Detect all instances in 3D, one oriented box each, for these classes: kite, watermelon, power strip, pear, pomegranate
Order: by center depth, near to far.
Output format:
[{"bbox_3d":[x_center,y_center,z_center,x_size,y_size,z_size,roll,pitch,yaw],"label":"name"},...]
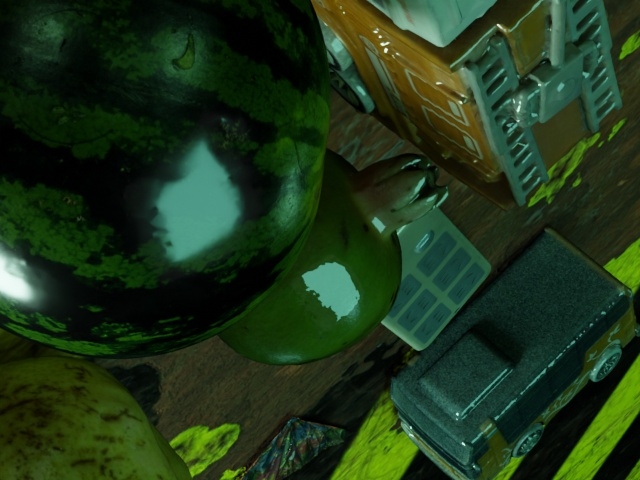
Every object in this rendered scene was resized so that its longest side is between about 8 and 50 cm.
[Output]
[{"bbox_3d":[-0.115,-0.064,0.891,0.269,0.269,0.269,-35,152,-22],"label":"watermelon"},{"bbox_3d":[-0.215,0.217,1.201,0.271,0.271,0.271,-35,152,-22],"label":"pear"},{"bbox_3d":[0.000,0.000,1.231,0.210,0.180,0.180,-26,161,22],"label":"pomegranate"},{"bbox_3d":[0.087,0.027,1.572,0.118,0.046,0.270,-47,154,2],"label":"power strip"},{"bbox_3d":[-0.051,0.243,1.718,0.232,0.009,0.189,-27,150,-32],"label":"kite"}]

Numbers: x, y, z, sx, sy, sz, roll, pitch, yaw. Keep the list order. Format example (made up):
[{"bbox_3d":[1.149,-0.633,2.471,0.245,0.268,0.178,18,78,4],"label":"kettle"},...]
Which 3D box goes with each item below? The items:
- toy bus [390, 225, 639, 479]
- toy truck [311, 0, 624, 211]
[{"bbox_3d":[0.214,0.133,1.811,0.275,0.138,0.167,-43,153,-9],"label":"toy bus"},{"bbox_3d":[0.085,-0.178,1.088,0.173,0.207,0.387,-44,154,-4],"label":"toy truck"}]
